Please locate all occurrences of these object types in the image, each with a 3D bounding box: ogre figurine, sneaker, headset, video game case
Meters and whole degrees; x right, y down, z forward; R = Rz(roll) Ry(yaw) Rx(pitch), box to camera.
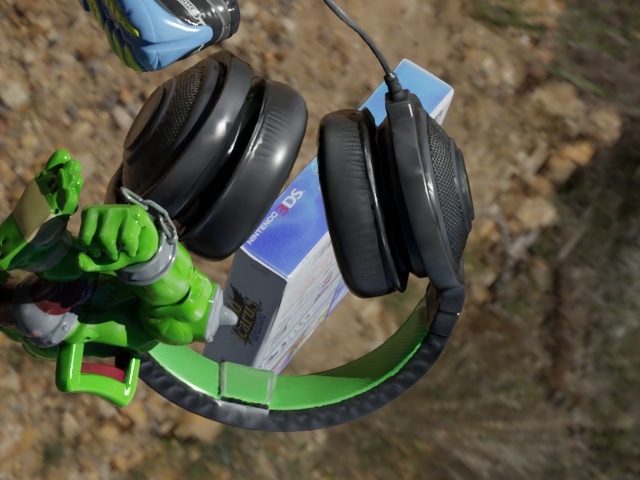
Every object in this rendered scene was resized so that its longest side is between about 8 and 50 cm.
[{"bbox_3d":[-0.130,0.023,0.936,0.197,0.096,0.118,-27,138,28],"label":"ogre figurine"},{"bbox_3d":[-0.096,-0.156,1.039,0.078,0.188,0.067,-14,131,-17],"label":"sneaker"},{"bbox_3d":[-0.009,-0.058,1.228,0.243,0.185,0.394,12,123,-7],"label":"headset"},{"bbox_3d":[0.000,0.000,1.691,0.269,0.061,0.244,-48,167,-34],"label":"video game case"}]
